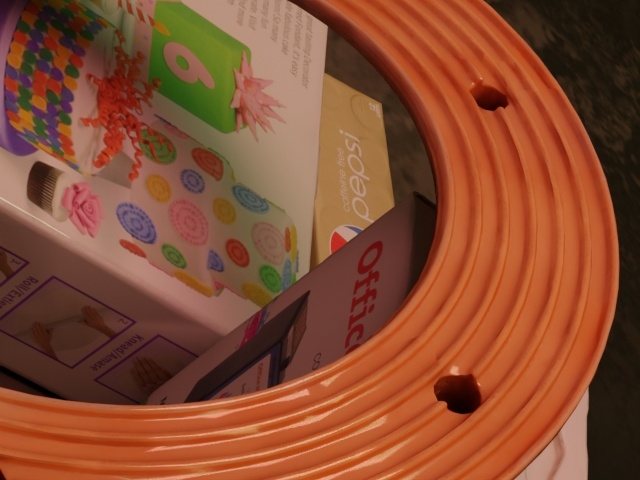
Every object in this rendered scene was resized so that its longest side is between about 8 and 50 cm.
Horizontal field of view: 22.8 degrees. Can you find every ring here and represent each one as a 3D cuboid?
[{"bbox_3d":[-0.070,-0.026,0.505,0.336,0.032,0.337,9,45,-9],"label":"ring"}]

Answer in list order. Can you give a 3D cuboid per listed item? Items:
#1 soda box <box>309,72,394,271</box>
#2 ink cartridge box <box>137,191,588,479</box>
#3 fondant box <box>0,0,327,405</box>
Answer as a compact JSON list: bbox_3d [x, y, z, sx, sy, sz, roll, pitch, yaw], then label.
[{"bbox_3d":[0.000,0.000,0.808,0.061,0.058,0.181,25,45,-34],"label":"soda box"},{"bbox_3d":[-0.009,0.106,0.575,0.093,0.212,0.154,36,39,-23],"label":"ink cartridge box"},{"bbox_3d":[-0.151,-0.087,0.676,0.330,0.096,0.238,31,41,-27],"label":"fondant box"}]
